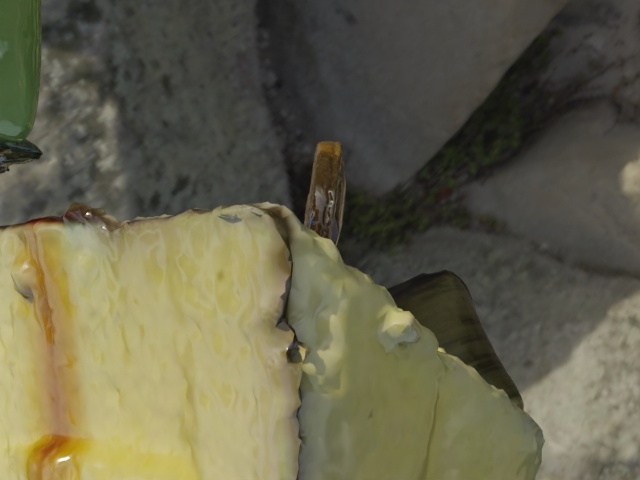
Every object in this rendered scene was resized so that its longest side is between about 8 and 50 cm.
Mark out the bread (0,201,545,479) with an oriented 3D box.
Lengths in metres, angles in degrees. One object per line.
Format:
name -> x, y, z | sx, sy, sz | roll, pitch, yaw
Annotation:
bread -> -0.077, 0.099, 0.403 | 0.240, 0.178, 0.135 | -3, 144, 48

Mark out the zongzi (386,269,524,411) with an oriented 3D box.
zongzi -> -0.052, 0.160, 0.755 | 0.138, 0.286, 0.300 | 60, 154, 10

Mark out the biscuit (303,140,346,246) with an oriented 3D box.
biscuit -> 0.000, 0.000, 0.975 | 0.026, 0.124, 0.175 | 8, 159, -2

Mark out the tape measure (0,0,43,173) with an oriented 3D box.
tape measure -> -0.180, -0.140, 0.522 | 0.106, 0.175, 0.200 | -9, 74, 43
